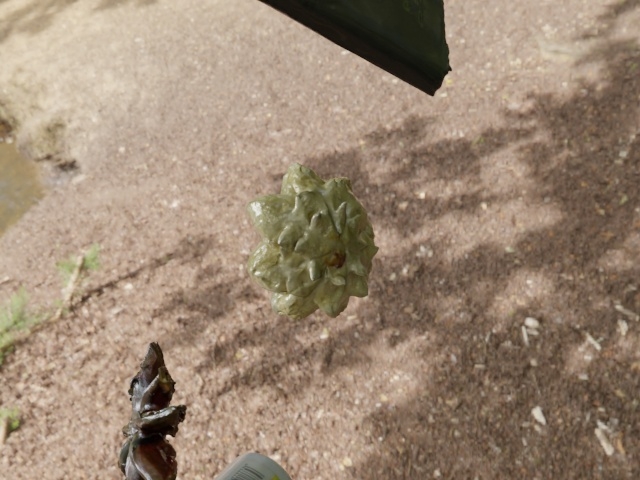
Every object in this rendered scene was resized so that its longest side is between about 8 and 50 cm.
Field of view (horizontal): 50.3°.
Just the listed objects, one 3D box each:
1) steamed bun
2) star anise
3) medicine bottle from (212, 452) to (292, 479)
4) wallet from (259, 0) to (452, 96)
[{"bbox_3d":[0.000,0.000,1.253,0.137,0.292,0.295,2,55,57],"label":"steamed bun"},{"bbox_3d":[-0.272,0.299,1.099,0.088,0.288,0.288,5,33,-23],"label":"star anise"},{"bbox_3d":[-0.220,0.663,1.555,0.208,0.208,0.339,13,25,28],"label":"medicine bottle"},{"bbox_3d":[0.015,-0.329,0.843,0.051,0.377,0.197,-29,48,49],"label":"wallet"}]
